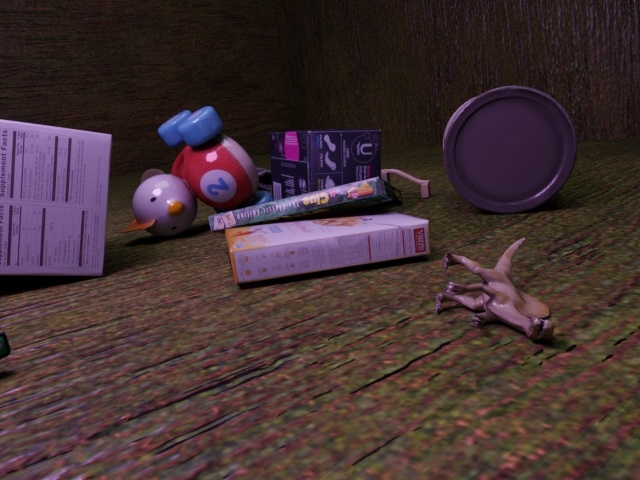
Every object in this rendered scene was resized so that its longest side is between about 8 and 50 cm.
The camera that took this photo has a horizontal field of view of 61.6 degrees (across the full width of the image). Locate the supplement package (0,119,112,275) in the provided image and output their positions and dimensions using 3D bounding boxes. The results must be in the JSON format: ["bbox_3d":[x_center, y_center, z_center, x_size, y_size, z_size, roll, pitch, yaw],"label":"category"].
[{"bbox_3d":[-0.445,-0.064,0.737,0.263,0.197,0.199,3,7,-30],"label":"supplement package"}]

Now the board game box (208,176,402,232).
[{"bbox_3d":[-0.019,-0.045,0.798,0.260,0.030,0.136,-11,-9,20],"label":"board game box"}]

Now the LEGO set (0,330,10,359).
[{"bbox_3d":[-0.375,0.103,0.392,0.245,0.060,0.182,-9,13,1],"label":"LEGO set"}]

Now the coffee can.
[{"bbox_3d":[0.327,-0.172,0.978,0.202,0.201,0.275,-3,13,13],"label":"coffee can"}]

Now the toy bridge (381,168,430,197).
[{"bbox_3d":[0.139,-0.120,1.151,0.188,0.063,0.026,0,14,24],"label":"toy bridge"}]

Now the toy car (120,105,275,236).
[{"bbox_3d":[-0.244,-0.078,0.952,0.238,0.219,0.210,-43,28,-20],"label":"toy car"}]

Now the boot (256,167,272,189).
[{"bbox_3d":[-0.211,-0.181,1.597,0.190,0.075,0.208,-12,20,-16],"label":"boot"}]

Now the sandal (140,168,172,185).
[{"bbox_3d":[-0.431,-0.146,1.559,0.240,0.088,0.079,15,-8,42],"label":"sandal"}]

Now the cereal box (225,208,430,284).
[{"bbox_3d":[0.000,0.000,0.702,0.240,0.047,0.173,-9,10,-11],"label":"cereal box"}]

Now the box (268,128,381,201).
[{"bbox_3d":[0.004,-0.131,1.031,0.142,0.163,0.247,-6,12,-20],"label":"box"}]

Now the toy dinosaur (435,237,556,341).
[{"bbox_3d":[0.152,0.045,0.473,0.093,0.053,0.183,11,22,6],"label":"toy dinosaur"}]
